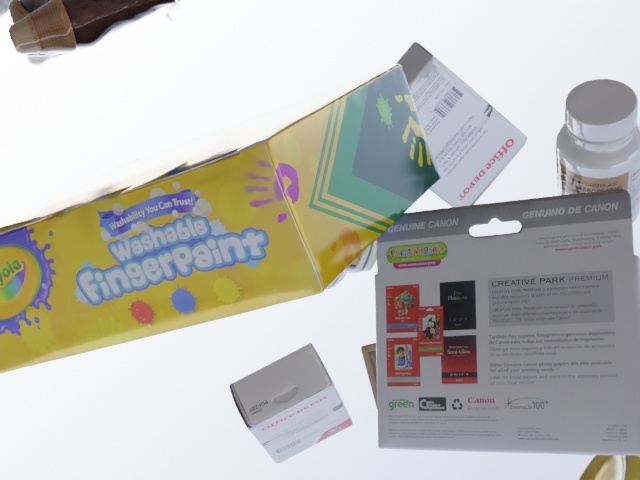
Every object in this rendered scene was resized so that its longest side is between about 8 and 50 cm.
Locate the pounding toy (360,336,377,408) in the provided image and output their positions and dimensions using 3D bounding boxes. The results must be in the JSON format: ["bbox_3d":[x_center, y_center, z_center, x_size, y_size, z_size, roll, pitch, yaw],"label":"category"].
[{"bbox_3d":[0.149,0.192,1.688,0.130,0.141,0.100,-15,-179,19],"label":"pounding toy"}]

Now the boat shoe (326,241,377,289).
[{"bbox_3d":[0.000,0.000,2.129,0.500,0.156,0.186,158,-56,-78],"label":"boat shoe"}]

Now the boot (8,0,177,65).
[{"bbox_3d":[-0.289,-0.293,1.306,0.207,0.090,0.248,-19,-159,-7],"label":"boot"}]

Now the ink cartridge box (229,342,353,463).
[{"bbox_3d":[-0.046,0.281,1.725,0.158,0.218,0.092,-27,-118,-4],"label":"ink cartridge box"}]

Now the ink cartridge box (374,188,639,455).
[{"bbox_3d":[0.223,0.096,1.137,0.309,0.130,0.272,-5,-98,31],"label":"ink cartridge box"}]

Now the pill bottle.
[{"bbox_3d":[0.424,-0.126,1.542,0.131,0.229,0.131,-7,-132,8],"label":"pill bottle"}]

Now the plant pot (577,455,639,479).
[{"bbox_3d":[0.407,0.351,1.137,0.254,0.239,0.254,-64,180,0],"label":"plant pot"}]

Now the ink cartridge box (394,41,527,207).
[{"bbox_3d":[0.240,-0.225,2.058,0.211,0.289,0.121,-49,-153,10],"label":"ink cartridge box"}]

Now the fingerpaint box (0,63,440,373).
[{"bbox_3d":[-0.133,-0.027,1.171,0.445,0.163,0.371,-16,-168,29],"label":"fingerpaint box"}]
